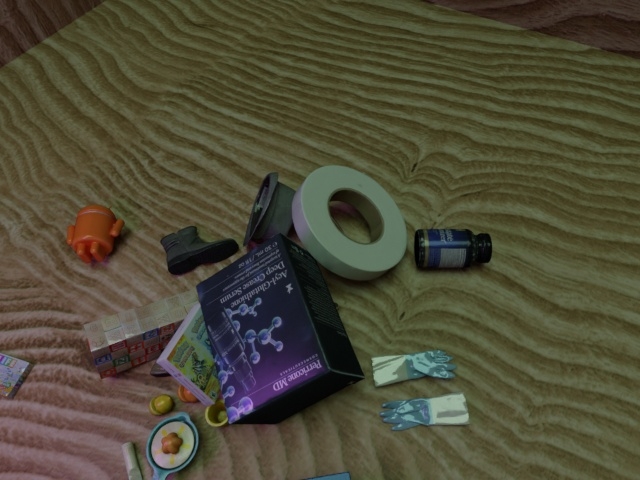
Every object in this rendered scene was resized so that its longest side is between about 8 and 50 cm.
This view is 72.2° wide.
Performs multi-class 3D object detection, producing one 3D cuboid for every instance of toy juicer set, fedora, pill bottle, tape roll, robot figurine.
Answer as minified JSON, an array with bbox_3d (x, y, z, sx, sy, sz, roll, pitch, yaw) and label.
[{"bbox_3d":[-0.406,0.506,1.143,0.209,0.089,0.329,36,67,24],"label":"toy juicer set"},{"bbox_3d":[-0.155,-0.090,1.460,0.125,0.243,0.275,20,49,-17],"label":"fedora"},{"bbox_3d":[0.410,0.024,1.370,0.220,0.122,0.122,-1,57,4],"label":"pill bottle"},{"bbox_3d":[0.097,-0.063,1.369,0.393,0.072,0.391,17,52,-23],"label":"tape roll"},{"bbox_3d":[-0.768,-0.031,1.498,0.158,0.128,0.219,-30,53,27],"label":"robot figurine"}]

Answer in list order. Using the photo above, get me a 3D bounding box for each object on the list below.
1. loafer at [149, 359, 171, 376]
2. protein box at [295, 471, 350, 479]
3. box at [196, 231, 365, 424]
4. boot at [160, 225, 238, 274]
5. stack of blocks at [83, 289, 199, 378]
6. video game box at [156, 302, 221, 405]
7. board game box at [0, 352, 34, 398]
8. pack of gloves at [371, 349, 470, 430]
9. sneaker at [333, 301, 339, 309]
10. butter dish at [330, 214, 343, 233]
[{"bbox_3d":[-0.415,0.361,1.257,0.148,0.056,0.050,-3,63,3],"label":"loafer"},{"bbox_3d":[-0.016,0.651,0.989,0.201,0.136,0.199,-9,57,-1],"label":"protein box"},{"bbox_3d":[-0.115,0.235,1.159,0.294,0.212,0.395,-32,59,13],"label":"box"},{"bbox_3d":[-0.412,0.005,1.477,0.247,0.083,0.161,-19,52,-9],"label":"boot"},{"bbox_3d":[-0.493,0.266,1.255,0.297,0.171,0.087,-17,56,-28],"label":"stack of blocks"},{"bbox_3d":[-0.311,0.299,1.176,0.048,0.187,0.205,-25,26,32],"label":"video game box"},{"bbox_3d":[-0.947,0.392,1.297,0.154,0.026,0.103,12,59,12],"label":"board game box"},{"bbox_3d":[0.266,0.406,1.194,0.232,0.046,0.194,-7,68,4],"label":"pack of gloves"},{"bbox_3d":[-0.034,0.177,1.337,0.186,0.069,0.083,3,63,5],"label":"sneaker"},{"bbox_3d":[0.000,0.000,1.421,0.118,0.160,0.159,-15,49,24],"label":"butter dish"}]
